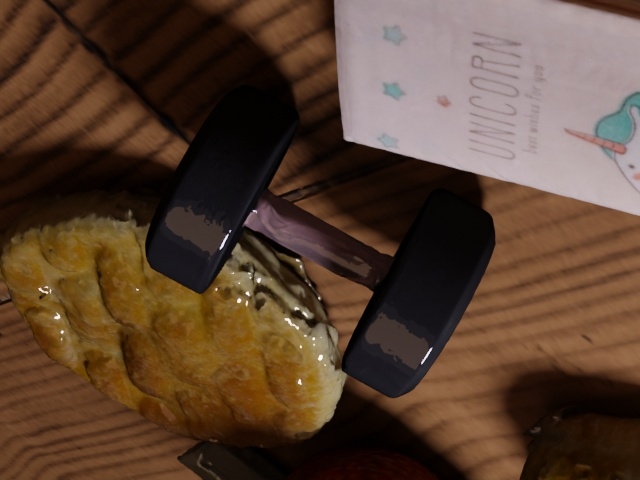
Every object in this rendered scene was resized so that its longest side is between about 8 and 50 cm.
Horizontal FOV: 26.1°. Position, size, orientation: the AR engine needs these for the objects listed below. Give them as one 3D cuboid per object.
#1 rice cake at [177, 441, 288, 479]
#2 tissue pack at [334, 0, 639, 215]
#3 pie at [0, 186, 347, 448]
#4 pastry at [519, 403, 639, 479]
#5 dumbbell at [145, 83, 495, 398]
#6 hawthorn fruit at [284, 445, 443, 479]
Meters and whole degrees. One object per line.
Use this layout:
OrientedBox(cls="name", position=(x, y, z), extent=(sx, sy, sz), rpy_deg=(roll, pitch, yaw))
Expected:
OrientedBox(cls="rice cake", position=(-0.037, 0.284, 1.463), extent=(0.256, 0.057, 0.052), rpy_deg=(40, 170, -15))
OrientedBox(cls="tissue pack", position=(0.169, -0.095, 0.829), extent=(0.325, 0.071, 0.170), rpy_deg=(16, 145, 18))
OrientedBox(cls="pie", position=(-0.129, 0.073, 1.245), extent=(0.339, 0.083, 0.339), rpy_deg=(16, 142, 13))
OrientedBox(cls="pastry", position=(0.260, 0.226, 1.152), extent=(0.229, 0.100, 0.218), rpy_deg=(33, 149, -16))
OrientedBox(cls="dumbbell", position=(0.000, 0.000, 0.997), extent=(0.218, 0.152, 0.152), rpy_deg=(29, 145, 0))
OrientedBox(cls="hawthorn fruit", position=(0.044, 0.332, 1.302), extent=(0.300, 0.275, 0.275), rpy_deg=(22, 148, -18))
